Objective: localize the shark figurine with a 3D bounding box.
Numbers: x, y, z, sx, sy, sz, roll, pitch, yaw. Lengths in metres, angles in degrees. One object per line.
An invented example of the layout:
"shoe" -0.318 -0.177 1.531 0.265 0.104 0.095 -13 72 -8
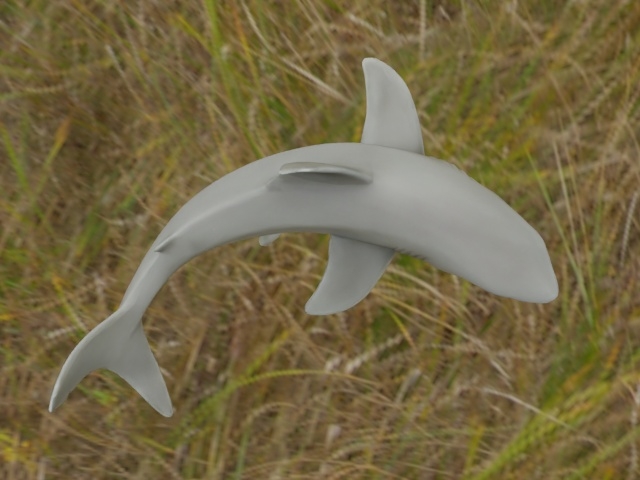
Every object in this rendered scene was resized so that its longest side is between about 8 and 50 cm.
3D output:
"shark figurine" -0.027 -0.009 0.855 0.278 0.116 0.166 -17 82 8
